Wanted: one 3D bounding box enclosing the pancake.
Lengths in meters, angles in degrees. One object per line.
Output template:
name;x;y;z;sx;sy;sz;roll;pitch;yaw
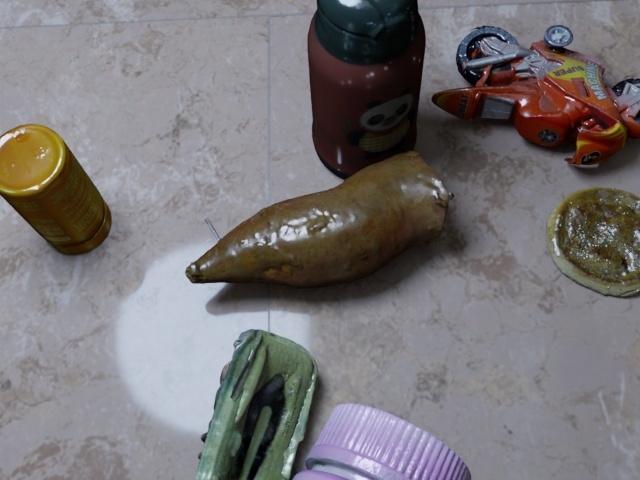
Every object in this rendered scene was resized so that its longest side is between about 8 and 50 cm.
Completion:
pancake;0.371;-0.003;1.013;0.158;0.028;0.158;-2;68;5

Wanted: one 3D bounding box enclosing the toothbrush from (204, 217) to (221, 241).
toothbrush;-0.127;0.007;1.042;0.008;0.006;0.097;-27;69;-22

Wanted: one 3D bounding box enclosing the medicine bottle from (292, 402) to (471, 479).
medicine bottle;0.022;0.331;0.795;0.178;0.178;0.290;24;62;12

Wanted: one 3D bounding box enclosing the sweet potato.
sweet potato;0.000;0.000;0.979;0.337;0.131;0.131;-23;69;-7

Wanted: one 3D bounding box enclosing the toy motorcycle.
toy motorcycle;0.313;-0.192;1.060;0.298;0.089;0.171;22;71;11

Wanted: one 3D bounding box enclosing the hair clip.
hair clip;-0.093;0.264;0.892;0.091;0.138;0.321;-11;59;47

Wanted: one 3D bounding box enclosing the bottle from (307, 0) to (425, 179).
bottle;0.050;-0.204;0.943;0.144;0.336;0.144;-1;67;3

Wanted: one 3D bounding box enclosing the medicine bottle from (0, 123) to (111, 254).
medicine bottle;-0.331;-0.058;0.978;0.096;0.192;0.096;0;68;1
